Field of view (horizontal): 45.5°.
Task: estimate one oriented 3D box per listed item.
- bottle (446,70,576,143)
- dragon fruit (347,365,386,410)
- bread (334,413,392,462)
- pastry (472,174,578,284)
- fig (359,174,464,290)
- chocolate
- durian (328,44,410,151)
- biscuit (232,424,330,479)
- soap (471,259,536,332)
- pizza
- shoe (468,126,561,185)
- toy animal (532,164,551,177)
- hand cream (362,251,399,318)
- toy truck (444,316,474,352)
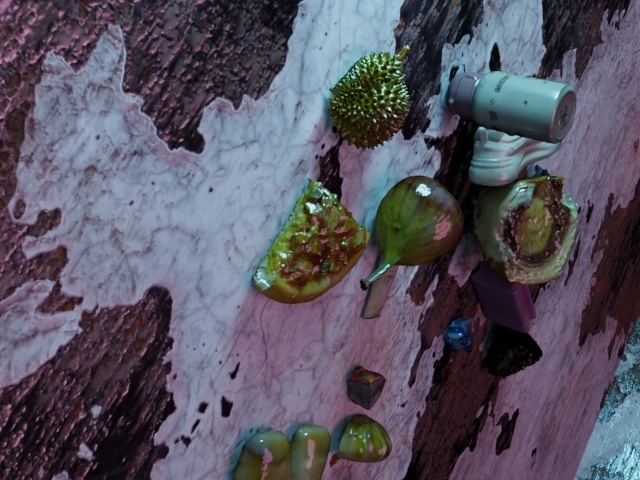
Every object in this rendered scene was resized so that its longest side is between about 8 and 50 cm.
[{"bbox_3d":[0.346,-0.255,1.420,0.110,0.233,0.110,-28,128,-43],"label":"bottle"},{"bbox_3d":[0.088,0.273,1.454,0.060,0.056,0.083,-40,139,-36],"label":"dragon fruit"},{"bbox_3d":[0.091,0.392,1.484,0.157,0.094,0.083,15,96,-48],"label":"bread"},{"bbox_3d":[0.448,-0.032,1.721,0.256,0.170,0.237,-10,107,-37],"label":"pastry"},{"bbox_3d":[0.138,-0.008,1.344,0.230,0.143,0.160,-34,136,-7],"label":"fig"},{"bbox_3d":[0.485,0.298,2.003,0.133,0.156,0.156,-51,151,18],"label":"chocolate"},{"bbox_3d":[0.103,-0.230,1.209,0.208,0.102,0.146,-59,139,-26],"label":"durian"},{"bbox_3d":[-0.084,0.455,1.286,0.237,0.062,0.291,18,91,-57],"label":"biscuit"},{"bbox_3d":[0.444,0.137,1.846,0.065,0.122,0.203,-57,142,-20],"label":"soap"},{"bbox_3d":[0.000,0.000,1.198,0.292,0.058,0.197,-19,120,-50],"label":"pizza"},{"bbox_3d":[0.418,-0.239,1.644,0.316,0.124,0.159,-38,127,-40],"label":"shoe"},{"bbox_3d":[0.533,-0.082,1.935,0.117,0.121,0.210,-10,100,-6],"label":"toy animal"},{"bbox_3d":[0.116,0.081,1.426,0.061,0.039,0.143,-3,112,-57],"label":"hand cream"},{"bbox_3d":[0.330,0.212,1.782,0.073,0.056,0.090,56,46,-43],"label":"toy truck"}]
